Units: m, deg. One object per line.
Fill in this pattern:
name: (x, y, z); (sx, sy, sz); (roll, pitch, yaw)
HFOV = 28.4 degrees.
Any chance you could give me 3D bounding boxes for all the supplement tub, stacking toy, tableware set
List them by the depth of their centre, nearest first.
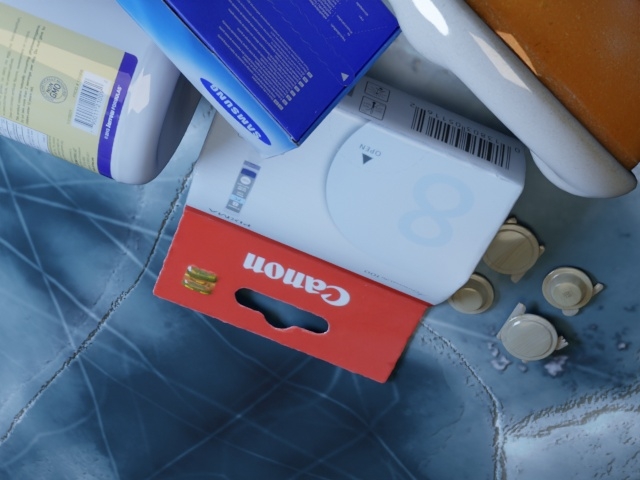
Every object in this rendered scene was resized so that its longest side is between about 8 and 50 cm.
stacking toy: (0.284, -0.302, 1.040); (0.480, 0.350, 0.350); (-43, 105, 13)
supplement tub: (-0.275, -0.216, 1.222); (0.331, 0.241, 0.241); (22, 125, 0)
tableware set: (0.221, 0.057, 1.408); (0.169, 0.020, 0.141); (36, 122, -9)

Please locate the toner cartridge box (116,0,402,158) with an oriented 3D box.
toner cartridge box: (-0.101, -0.252, 1.087); (0.348, 0.165, 0.075); (47, 156, -15)

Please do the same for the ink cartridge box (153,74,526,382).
ink cartridge box: (0.000, 0.000, 1.364); (0.308, 0.091, 0.385); (22, 126, -6)

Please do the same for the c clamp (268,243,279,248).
c clamp: (-0.009, -0.049, 1.399); (0.161, 0.022, 0.137); (-11, 124, 19)
